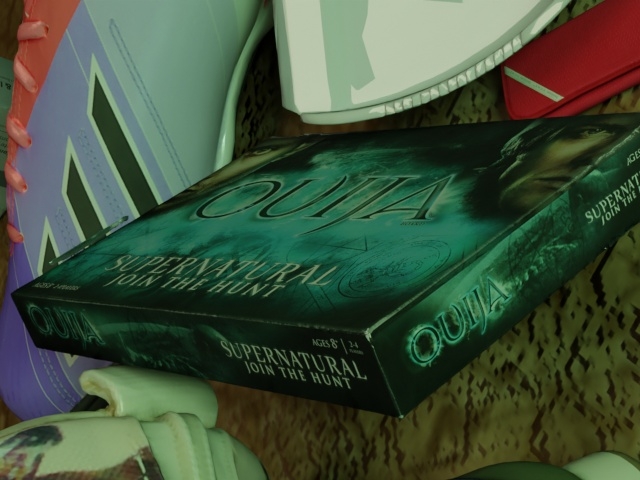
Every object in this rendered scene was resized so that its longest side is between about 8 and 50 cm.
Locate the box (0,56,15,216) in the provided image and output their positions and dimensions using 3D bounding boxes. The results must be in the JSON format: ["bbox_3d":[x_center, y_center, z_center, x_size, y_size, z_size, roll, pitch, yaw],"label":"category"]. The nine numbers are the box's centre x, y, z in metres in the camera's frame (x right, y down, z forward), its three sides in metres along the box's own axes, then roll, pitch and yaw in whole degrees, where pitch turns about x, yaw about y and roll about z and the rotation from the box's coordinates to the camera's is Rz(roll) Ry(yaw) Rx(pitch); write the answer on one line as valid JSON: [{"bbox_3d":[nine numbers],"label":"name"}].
[{"bbox_3d":[-0.238,-0.037,0.682,0.186,0.145,0.038,-39,48,35],"label":"box"}]

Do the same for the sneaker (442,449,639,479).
[{"bbox_3d":[0.062,0.104,0.271,0.192,0.086,0.064,-134,47,-65],"label":"sneaker"}]

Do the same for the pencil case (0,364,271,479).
[{"bbox_3d":[-0.001,0.202,0.293,0.183,0.160,0.410,-54,42,11],"label":"pencil case"}]

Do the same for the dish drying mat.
[{"bbox_3d":[0.089,-0.060,0.397,0.083,0.008,0.032,-27,56,43],"label":"dish drying mat"}]

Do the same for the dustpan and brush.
[{"bbox_3d":[0.067,-0.117,0.392,0.211,0.060,0.147,-5,94,22],"label":"dustpan and brush"}]

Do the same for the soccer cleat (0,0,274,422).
[{"bbox_3d":[-0.081,-0.072,0.517,0.108,0.116,0.318,41,110,56],"label":"soccer cleat"}]

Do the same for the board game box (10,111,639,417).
[{"bbox_3d":[0.000,0.000,0.403,0.186,0.126,0.026,2,120,51],"label":"board game box"}]
